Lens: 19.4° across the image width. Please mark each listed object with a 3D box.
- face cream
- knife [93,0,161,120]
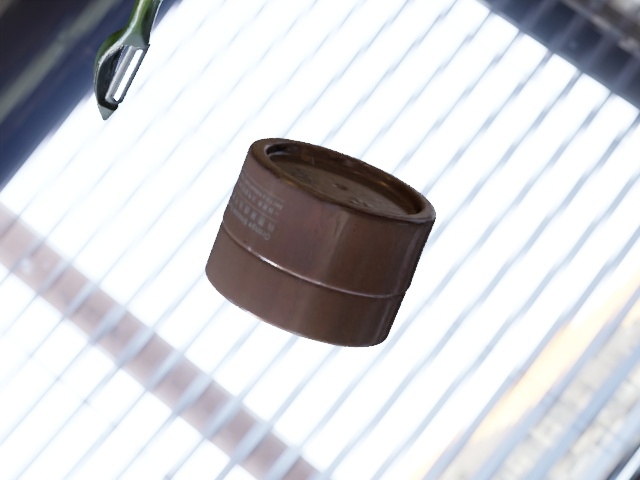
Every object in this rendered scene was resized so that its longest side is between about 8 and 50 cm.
[{"bbox_3d":[0.000,0.000,1.378,0.149,0.149,0.104,-11,-54,-62],"label":"face cream"},{"bbox_3d":[-0.099,-0.129,1.036,0.022,0.026,0.184,-59,1,-43],"label":"knife"}]
